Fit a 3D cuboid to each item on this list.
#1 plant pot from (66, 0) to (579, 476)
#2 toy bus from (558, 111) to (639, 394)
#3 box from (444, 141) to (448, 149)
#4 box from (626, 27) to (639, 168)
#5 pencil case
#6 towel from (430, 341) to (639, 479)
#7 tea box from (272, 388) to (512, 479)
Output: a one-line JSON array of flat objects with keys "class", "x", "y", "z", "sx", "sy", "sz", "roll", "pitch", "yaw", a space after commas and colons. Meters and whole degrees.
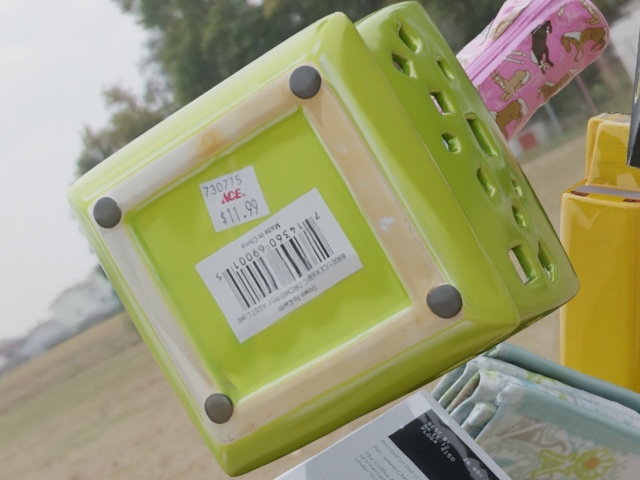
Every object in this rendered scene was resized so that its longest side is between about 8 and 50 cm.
[{"class": "plant pot", "x": 0.000, "y": 0.000, "z": 0.747, "sx": 0.228, "sy": 0.227, "sz": 0.207, "roll": -30, "pitch": -2, "yaw": 17}, {"class": "toy bus", "x": 0.332, "y": 0.033, "z": 1.372, "sx": 0.108, "sy": 0.333, "sz": 0.130, "roll": 11, "pitch": 23, "yaw": 37}, {"class": "box", "x": 0.070, "y": -0.022, "z": 1.235, "sx": 0.159, "sy": 0.233, "sz": 0.044, "roll": 4, "pitch": -39, "yaw": 0}, {"class": "box", "x": 0.246, "y": -0.220, "z": 0.713, "sx": 0.079, "sy": 0.257, "sz": 0.322, "roll": 11, "pitch": 35, "yaw": 10}, {"class": "pencil case", "x": 0.217, "y": -0.193, "z": 1.685, "sx": 0.386, "sy": 0.160, "sz": 0.167, "roll": -45, "pitch": 20, "yaw": -11}, {"class": "towel", "x": 0.218, "y": 0.283, "z": 1.297, "sx": 0.320, "sy": 0.374, "sz": 0.090, "roll": -56, "pitch": 29, "yaw": 21}, {"class": "tea box", "x": 0.061, "y": 0.365, "z": 1.014, "sx": 0.220, "sy": 0.329, "sz": 0.323, "roll": -22, "pitch": -29, "yaw": -49}]
